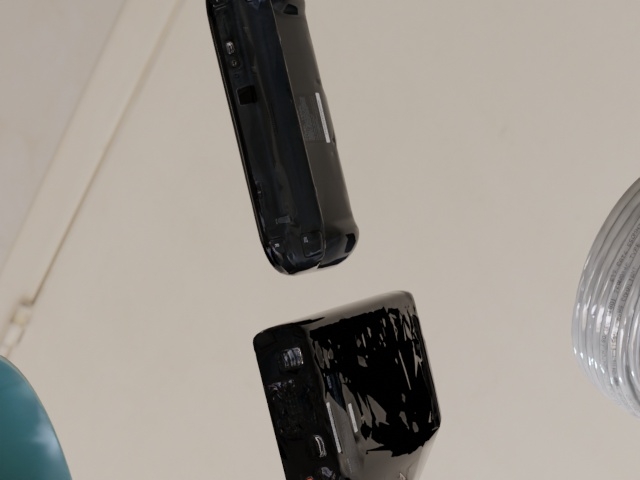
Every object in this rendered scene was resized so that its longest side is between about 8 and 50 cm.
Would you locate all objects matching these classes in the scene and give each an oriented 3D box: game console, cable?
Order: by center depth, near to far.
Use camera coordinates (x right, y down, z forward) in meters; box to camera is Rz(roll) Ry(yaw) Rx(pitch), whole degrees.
[{"bbox_3d":[0.000,0.000,1.057,0.213,0.044,0.361,-9,-94,-69],"label":"game console"},{"bbox_3d":[0.321,0.032,1.345,0.257,0.257,0.089,-29,-138,-26],"label":"cable"}]

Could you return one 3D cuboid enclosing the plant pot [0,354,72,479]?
[{"bbox_3d":[-0.307,0.239,1.060,0.235,0.293,0.293,-12,-141,7],"label":"plant pot"}]
